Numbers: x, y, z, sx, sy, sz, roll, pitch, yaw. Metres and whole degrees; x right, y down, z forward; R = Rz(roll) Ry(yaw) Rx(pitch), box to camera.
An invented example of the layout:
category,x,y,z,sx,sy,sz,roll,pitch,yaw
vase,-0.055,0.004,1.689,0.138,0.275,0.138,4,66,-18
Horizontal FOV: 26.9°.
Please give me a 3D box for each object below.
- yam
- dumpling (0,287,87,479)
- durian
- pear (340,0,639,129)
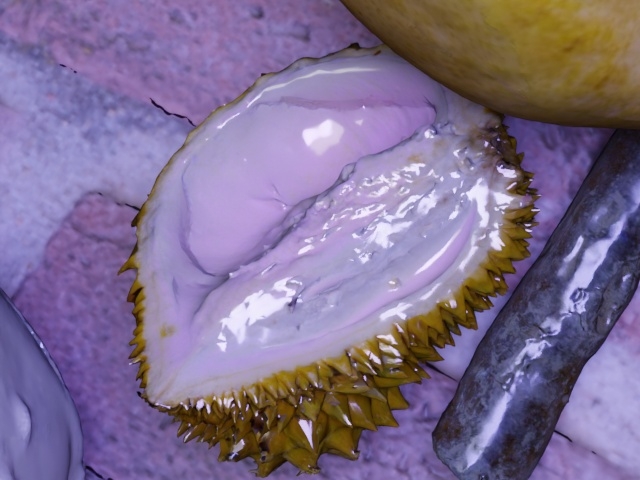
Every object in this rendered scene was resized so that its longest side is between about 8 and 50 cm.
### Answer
category,x,y,z,sx,sy,sz,roll,pitch,yaw
yam,0.147,0.010,0.711,0.061,0.061,0.274,31,89,13
dumpling,-0.253,0.129,0.624,0.233,0.395,0.315,-22,34,32
durian,0.008,0.009,0.702,0.249,0.138,0.183,-47,41,-11
pear,0.128,-0.196,0.611,0.314,0.314,0.314,-1,83,11
